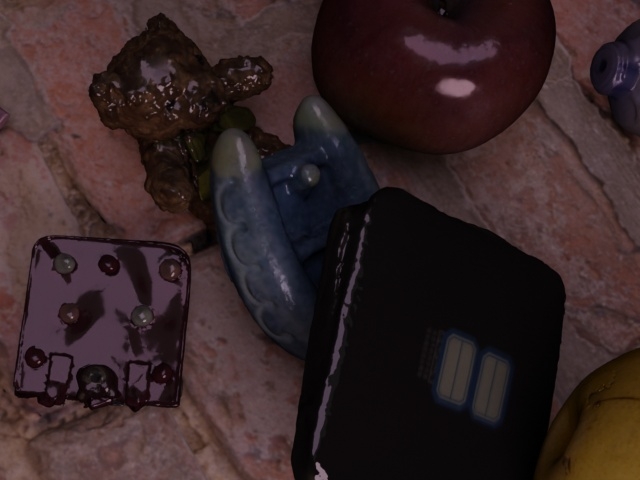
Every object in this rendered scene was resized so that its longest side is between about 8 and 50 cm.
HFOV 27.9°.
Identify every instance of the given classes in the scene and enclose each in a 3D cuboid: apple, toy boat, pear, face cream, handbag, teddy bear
[{"bbox_3d":[0.142,-0.241,1.629,0.306,0.235,0.305,2,60,-4],"label":"apple"},{"bbox_3d":[0.000,0.000,1.527,0.215,0.123,0.329,-24,106,-33],"label":"toy boat"},{"bbox_3d":[0.407,0.277,1.438,0.349,0.348,0.348,2,72,-5],"label":"pear"},{"bbox_3d":[0.564,-0.200,1.738,0.421,0.137,0.234,7,70,-15],"label":"face cream"},{"bbox_3d":[-0.263,0.102,1.569,0.203,0.074,0.216,5,72,-3],"label":"handbag"},{"bbox_3d":[-0.121,-0.127,1.578,0.296,0.222,0.246,32,70,5],"label":"teddy bear"}]

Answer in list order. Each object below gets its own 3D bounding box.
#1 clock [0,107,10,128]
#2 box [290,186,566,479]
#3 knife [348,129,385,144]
[{"bbox_3d":[-0.505,-0.102,1.510,0.080,0.275,0.290,38,76,3],"label":"clock"},{"bbox_3d":[0.131,0.150,1.492,0.350,0.091,0.359,22,71,-34],"label":"box"},{"bbox_3d":[0.081,-0.139,1.709,0.210,0.015,0.028,-8,66,-8],"label":"knife"}]
